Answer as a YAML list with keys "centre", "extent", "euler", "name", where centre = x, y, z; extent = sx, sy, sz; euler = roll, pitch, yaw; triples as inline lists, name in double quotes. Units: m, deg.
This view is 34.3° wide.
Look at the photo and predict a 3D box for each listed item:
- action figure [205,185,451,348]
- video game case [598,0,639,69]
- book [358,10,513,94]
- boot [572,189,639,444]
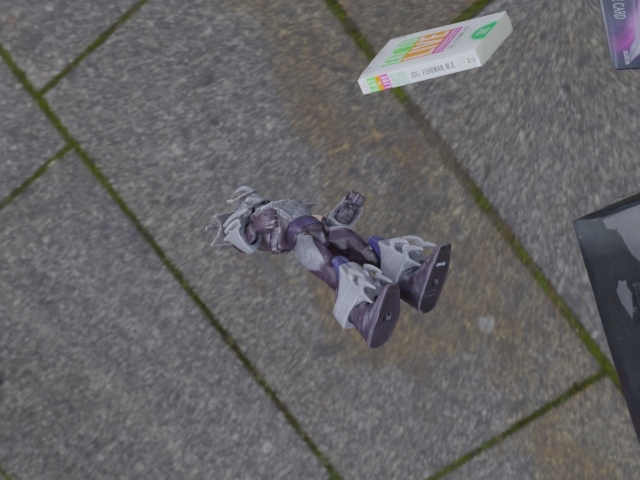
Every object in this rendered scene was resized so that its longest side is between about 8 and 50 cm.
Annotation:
- centre: [0.000, 0.000, 1.122]
  extent: [0.285, 0.185, 0.099]
  euler: [30, 128, 38]
  name: "action figure"
- centre: [0.155, -0.229, 0.548]
  extent: [0.026, 0.274, 0.196]
  euler: [0, 79, 19]
  name: "video game case"
- centre: [0.121, -0.195, 1.099]
  extent: [0.144, 0.096, 0.035]
  euler: [-9, 117, 36]
  name: "book"
- centre: [0.414, 0.138, 0.732]
  extent: [0.366, 0.146, 0.445]
  euler: [-15, 82, 18]
  name: "boot"
